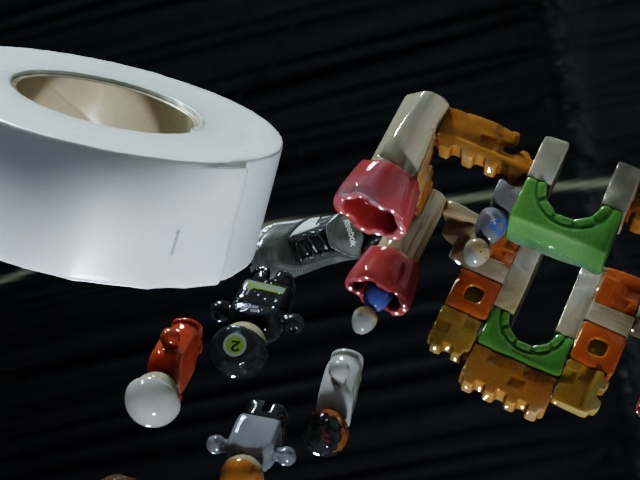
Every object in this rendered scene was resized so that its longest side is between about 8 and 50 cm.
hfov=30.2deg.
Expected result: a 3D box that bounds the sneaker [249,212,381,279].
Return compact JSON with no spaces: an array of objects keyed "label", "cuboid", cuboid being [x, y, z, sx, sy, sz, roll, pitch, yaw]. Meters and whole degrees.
[{"label":"sneaker","cuboid":[0.000,0.000,1.604,0.234,0.106,0.078,-13,-93,-52]}]

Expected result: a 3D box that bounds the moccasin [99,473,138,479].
[{"label":"moccasin","cuboid":[-0.274,0.271,0.847,0.380,0.147,0.139,-31,-42,-41]}]

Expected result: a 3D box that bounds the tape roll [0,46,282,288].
[{"label":"tape roll","cuboid":[-0.175,-0.064,0.929,0.286,0.286,0.100,-70,-3,-73]}]

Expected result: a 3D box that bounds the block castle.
[{"label":"block castle","cuboid":[0.243,0.053,1.300,0.213,0.453,0.303,-62,-15,-21]}]

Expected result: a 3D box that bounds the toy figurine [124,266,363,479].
[{"label":"toy figurine","cuboid":[-0.074,0.160,1.252,0.209,0.213,0.148,50,-149,-17]}]
